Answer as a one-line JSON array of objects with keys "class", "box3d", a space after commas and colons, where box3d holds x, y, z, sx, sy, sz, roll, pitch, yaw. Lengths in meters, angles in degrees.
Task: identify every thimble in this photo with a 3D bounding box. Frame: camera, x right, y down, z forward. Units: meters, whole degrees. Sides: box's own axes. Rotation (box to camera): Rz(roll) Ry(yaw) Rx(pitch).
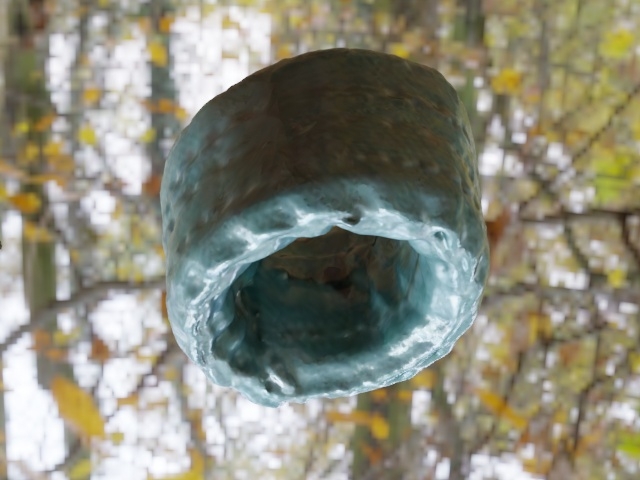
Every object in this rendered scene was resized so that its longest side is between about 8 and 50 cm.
[{"class": "thimble", "box3d": [0.000, 0.000, 1.190, 0.198, 0.235, 0.143, 22, -137, -27]}]

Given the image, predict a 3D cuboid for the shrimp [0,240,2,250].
[{"class": "shrimp", "box3d": [-0.235, 0.039, 0.688, 0.221, 0.410, 0.166, -13, -116, -30]}]
